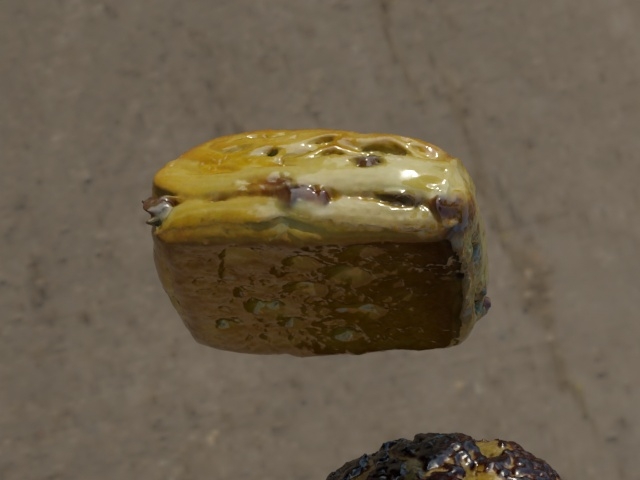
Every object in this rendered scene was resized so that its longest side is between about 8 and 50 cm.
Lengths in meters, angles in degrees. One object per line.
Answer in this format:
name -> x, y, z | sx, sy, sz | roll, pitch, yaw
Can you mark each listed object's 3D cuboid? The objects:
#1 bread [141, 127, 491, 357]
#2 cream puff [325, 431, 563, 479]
bread -> 0.000, 0.000, 1.330 | 0.210, 0.235, 0.099 | 75, 15, -60
cream puff -> 0.094, 0.241, 1.403 | 0.239, 0.239, 0.165 | -56, 157, -52
